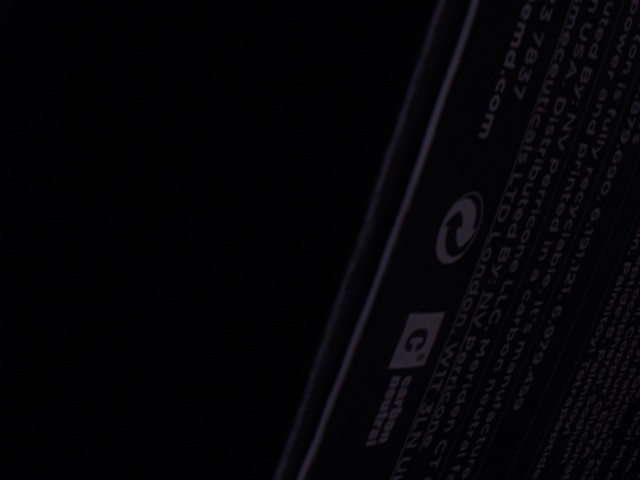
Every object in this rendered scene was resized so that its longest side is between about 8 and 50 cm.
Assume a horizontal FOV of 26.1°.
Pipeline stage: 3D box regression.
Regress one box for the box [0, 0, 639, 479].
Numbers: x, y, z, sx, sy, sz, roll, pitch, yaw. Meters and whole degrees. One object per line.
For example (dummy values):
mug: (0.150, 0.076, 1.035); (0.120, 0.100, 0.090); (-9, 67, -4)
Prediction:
box: (-0.030, -0.088, 0.679); (0.480, 0.297, 0.472); (26, 15, 32)
